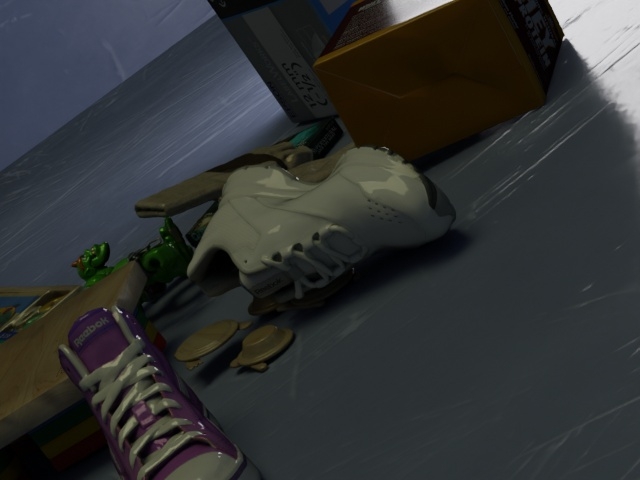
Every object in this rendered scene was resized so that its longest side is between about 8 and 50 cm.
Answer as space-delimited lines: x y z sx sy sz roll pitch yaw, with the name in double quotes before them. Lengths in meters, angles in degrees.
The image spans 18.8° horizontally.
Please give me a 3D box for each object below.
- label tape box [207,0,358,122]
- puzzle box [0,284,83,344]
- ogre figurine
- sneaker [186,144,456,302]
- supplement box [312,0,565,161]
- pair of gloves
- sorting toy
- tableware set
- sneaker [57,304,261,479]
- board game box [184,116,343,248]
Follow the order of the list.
"label tape box" -0.041 -0.272 2.342 0.115 0.249 0.348 -42 16 -24
"puzzle box" -0.435 0.156 2.286 0.272 0.052 0.409 -42 16 -22
"ogre figurine" -0.192 0.038 2.023 0.118 0.097 0.197 -30 18 1
"sneaker" 0.000 0.000 1.703 0.297 0.111 0.129 -11 39 49
"supplement box" 0.123 -0.189 1.922 0.191 0.129 0.194 -23 18 22
"pair of gloves" -0.054 -0.056 2.016 0.240 0.042 0.204 1 22 47
"sorting toy" -0.271 0.161 1.825 0.255 0.089 0.257 -32 15 15
"tableware set" -0.048 0.070 1.741 0.169 0.020 0.141 -38 20 -29
"sneaker" -0.141 0.135 1.481 0.102 0.161 0.282 -36 16 -7
"board game box" -0.063 -0.065 2.190 0.126 0.026 0.186 -22 20 40
